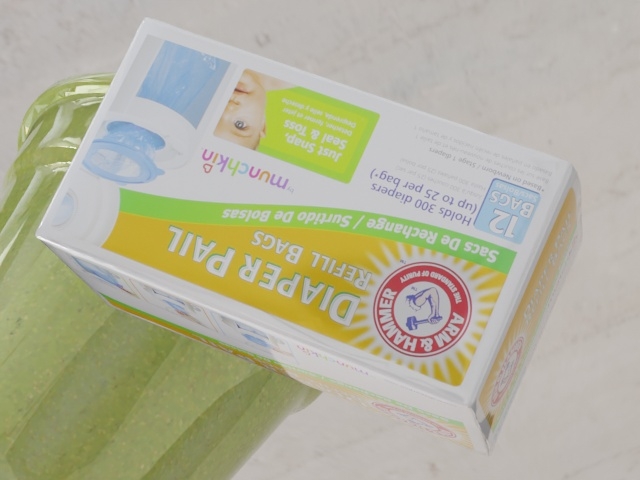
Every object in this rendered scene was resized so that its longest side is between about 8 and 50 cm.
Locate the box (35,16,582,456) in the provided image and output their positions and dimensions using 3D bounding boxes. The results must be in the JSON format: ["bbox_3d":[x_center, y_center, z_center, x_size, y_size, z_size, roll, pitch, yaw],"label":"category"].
[{"bbox_3d":[0.000,0.000,0.674,0.203,0.103,0.114,20,76,17],"label":"box"}]

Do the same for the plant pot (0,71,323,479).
[{"bbox_3d":[-0.137,0.084,0.934,0.276,0.276,0.254,26,56,12],"label":"plant pot"}]
